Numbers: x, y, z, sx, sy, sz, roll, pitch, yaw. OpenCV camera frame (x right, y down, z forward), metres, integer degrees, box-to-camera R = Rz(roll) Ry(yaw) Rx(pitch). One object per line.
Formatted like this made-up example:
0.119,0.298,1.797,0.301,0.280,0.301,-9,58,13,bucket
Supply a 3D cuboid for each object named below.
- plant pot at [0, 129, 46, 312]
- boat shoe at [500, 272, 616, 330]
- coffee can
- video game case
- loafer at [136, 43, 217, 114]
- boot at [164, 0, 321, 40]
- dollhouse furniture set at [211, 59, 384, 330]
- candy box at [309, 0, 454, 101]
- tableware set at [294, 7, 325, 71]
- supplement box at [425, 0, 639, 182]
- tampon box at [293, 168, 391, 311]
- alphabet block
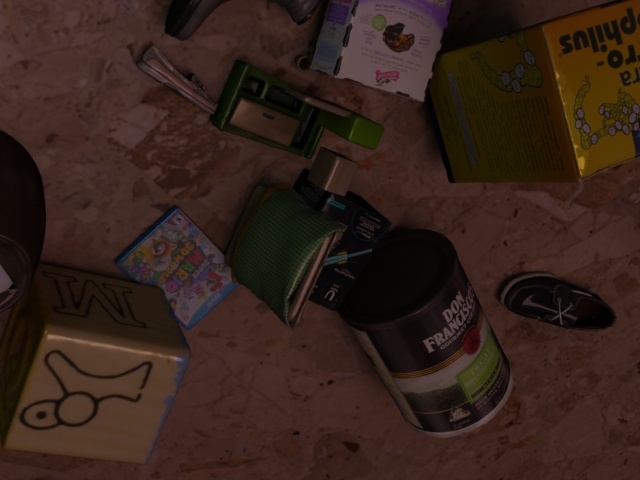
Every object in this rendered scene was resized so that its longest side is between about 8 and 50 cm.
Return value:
-0.420,-0.005,1.188,0.215,0.230,0.215,-11,119,-21,plant pot
0.422,0.113,1.754,0.233,0.079,0.084,13,109,-29,boat shoe
0.166,0.148,1.569,0.201,0.201,0.275,-36,125,-7,coffee can
-0.202,0.043,1.449,0.119,0.015,0.166,-43,125,-2,video game case
-0.183,-0.213,1.319,0.125,0.045,0.039,31,91,-31,loafer
-0.075,-0.327,1.284,0.161,0.083,0.246,36,93,-29,boot
-0.072,-0.061,1.342,0.151,0.197,0.301,18,101,-33,dollhouse furniture set
0.092,-0.306,1.369,0.165,0.070,0.196,9,103,-36,candy box
0.001,-0.307,1.374,0.104,0.024,0.154,7,110,-29,tableware set
0.308,-0.197,1.353,0.194,0.356,0.195,-20,99,-17,supplement box
0.000,0.000,1.475,0.120,0.101,0.161,26,101,-33,tampon box
-0.313,0.165,1.337,0.197,0.193,0.192,15,108,-28,alphabet block
